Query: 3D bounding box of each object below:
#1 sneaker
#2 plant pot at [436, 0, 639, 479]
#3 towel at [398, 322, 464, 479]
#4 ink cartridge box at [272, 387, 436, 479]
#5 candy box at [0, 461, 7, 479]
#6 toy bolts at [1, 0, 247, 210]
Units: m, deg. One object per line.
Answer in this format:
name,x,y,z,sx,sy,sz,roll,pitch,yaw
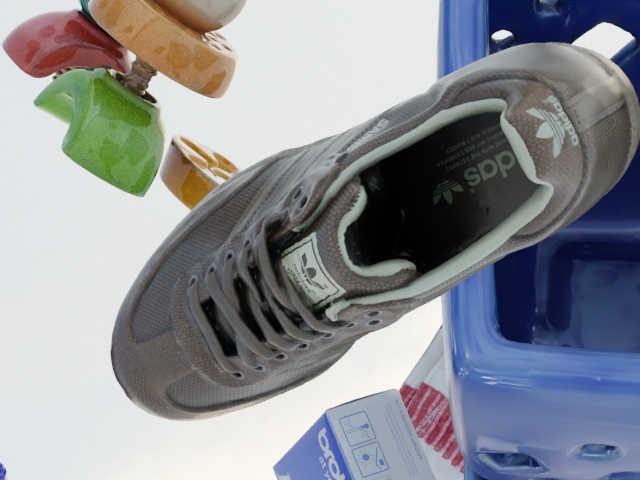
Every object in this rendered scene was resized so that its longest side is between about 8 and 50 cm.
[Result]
sneaker,0.000,0.000,0.544,0.188,0.066,0.071,-33,-4,26
plant pot,0.166,0.010,0.826,0.236,0.236,0.212,1,-31,2
towel,0.152,0.155,1.267,0.329,0.237,0.037,-55,-15,-1
ink cartridge box,0.044,0.188,0.964,0.046,0.207,0.097,-15,-19,-25
candy box,-0.378,0.131,1.068,0.268,0.317,0.122,-42,-14,-26
toy bolts,-0.087,-0.127,1.269,0.218,0.228,0.158,29,-77,-38
